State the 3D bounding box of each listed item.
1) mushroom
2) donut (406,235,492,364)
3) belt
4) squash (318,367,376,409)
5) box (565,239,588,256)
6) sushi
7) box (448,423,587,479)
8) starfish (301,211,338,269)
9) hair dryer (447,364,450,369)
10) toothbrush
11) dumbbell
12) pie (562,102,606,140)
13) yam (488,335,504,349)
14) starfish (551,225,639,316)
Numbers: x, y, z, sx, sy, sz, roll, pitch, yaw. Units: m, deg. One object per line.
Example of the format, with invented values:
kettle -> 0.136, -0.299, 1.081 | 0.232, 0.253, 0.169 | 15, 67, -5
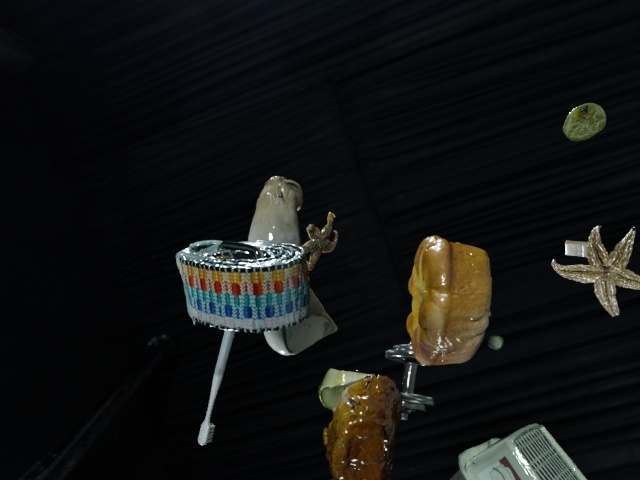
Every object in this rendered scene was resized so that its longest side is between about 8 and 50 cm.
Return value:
mushroom -> -0.085, 0.053, 1.182 | 0.126, 0.177, 0.396 | 0, 106, 51
donut -> 0.285, 0.142, 1.179 | 0.317, 0.150, 0.299 | -32, -51, -86
belt -> -0.135, 0.073, 0.941 | 0.207, 0.258, 0.149 | -14, -74, -46
squash -> 0.088, 0.486, 1.623 | 0.252, 0.170, 0.093 | -5, -80, -82
box -> 0.923, 0.030, 1.835 | 0.024, 0.083, 0.053 | -44, -53, -36
sushi -> 0.088, 0.404, 1.062 | 0.179, 0.167, 0.296 | -105, 10, -70
box -> 0.356, 0.458, 0.831 | 0.221, 0.166, 0.290 | 9, -141, -49
starfish -> -0.008, -0.002, 1.562 | 0.209, 0.053, 0.150 | -63, -37, -23
hair dryer -> 0.442, 0.396, 1.728 | 0.079, 0.031, 0.083 | 122, 161, -69
toothbrush -> -0.215, 0.275, 1.126 | 0.030, 0.025, 0.342 | 21, -100, -62
dumbbell -> 0.314, 0.481, 1.805 | 0.192, 0.192, 0.289 | 53, -135, -65
pie -> 0.530, -0.236, 1.028 | 0.017, 0.085, 0.085 | -100, -12, -54
yam -> 0.528, 0.307, 1.543 | 0.094, 0.043, 0.043 | 28, -137, -66
starfish -> 0.690, 0.068, 1.249 | 0.043, 0.241, 0.227 | 41, -116, -47
